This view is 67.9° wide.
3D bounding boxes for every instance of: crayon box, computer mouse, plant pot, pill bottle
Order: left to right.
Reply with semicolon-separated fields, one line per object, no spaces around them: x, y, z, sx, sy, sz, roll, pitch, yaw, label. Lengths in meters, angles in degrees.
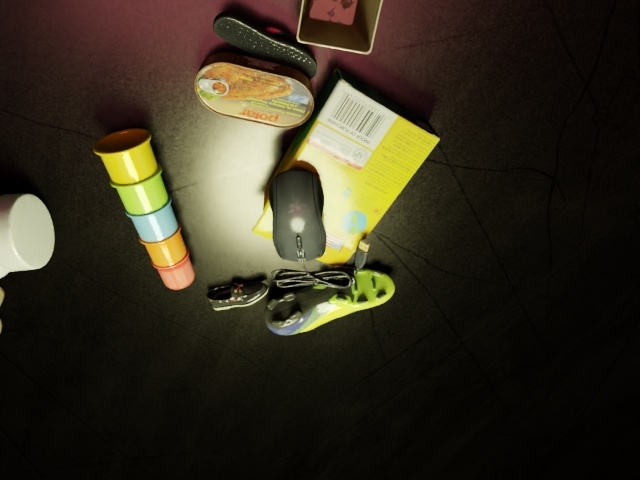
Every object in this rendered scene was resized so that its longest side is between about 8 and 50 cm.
-0.640;-0.003;0.828;0.284;0.160;0.160;-5;125;-2;pill bottle
0.000;0.000;0.845;0.184;0.060;0.261;2;128;-2;computer mouse
0.025;-0.344;0.689;0.109;0.096;0.109;6;123;-9;plant pot
0.032;-0.113;0.857;0.202;0.081;0.318;25;118;-20;crayon box

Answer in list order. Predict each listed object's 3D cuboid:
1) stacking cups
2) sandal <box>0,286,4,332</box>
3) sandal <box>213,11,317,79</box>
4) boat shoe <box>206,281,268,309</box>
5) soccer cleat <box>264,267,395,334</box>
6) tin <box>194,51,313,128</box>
-0.310;-0.046;0.881;0.096;0.096;0.316;-8;129;0;stacking cups
-0.714;0.162;1.001;0.072;0.049;0.180;21;120;-18;sandal
-0.076;-0.304;0.731;0.179;0.040;0.067;20;153;-32;sandal
-0.177;0.113;1.014;0.133;0.048;0.042;-14;132;10;boat shoe
0.019;0.134;1.039;0.290;0.093;0.121;-17;154;2;soccer cleat
-0.104;-0.240;0.767;0.190;0.040;0.106;10;141;-12;tin
